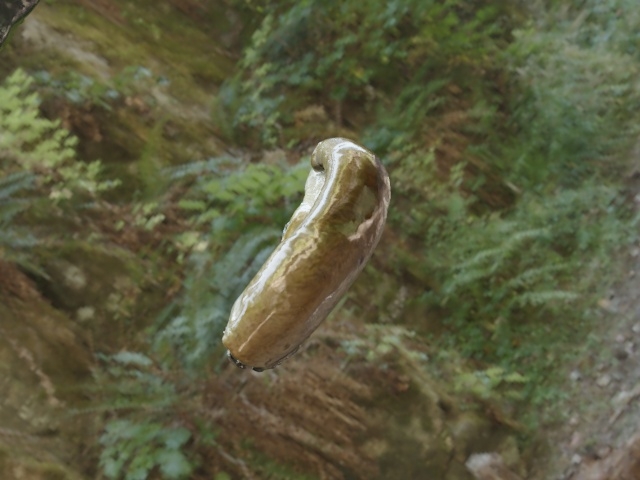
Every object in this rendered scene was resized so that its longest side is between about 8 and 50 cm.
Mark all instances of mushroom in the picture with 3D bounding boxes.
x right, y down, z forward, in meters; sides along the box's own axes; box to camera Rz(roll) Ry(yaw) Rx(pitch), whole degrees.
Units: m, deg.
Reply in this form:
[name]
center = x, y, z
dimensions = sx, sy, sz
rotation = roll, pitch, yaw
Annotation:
[mushroom]
center = 0.001, 0.002, 0.754
dimensions = 0.094, 0.072, 0.209
rotation = -52, 10, 51

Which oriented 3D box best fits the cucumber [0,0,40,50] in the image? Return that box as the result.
[cucumber]
center = -0.145, -0.123, 0.426
dimensions = 0.078, 0.062, 0.211
rotation = -35, 32, 42
